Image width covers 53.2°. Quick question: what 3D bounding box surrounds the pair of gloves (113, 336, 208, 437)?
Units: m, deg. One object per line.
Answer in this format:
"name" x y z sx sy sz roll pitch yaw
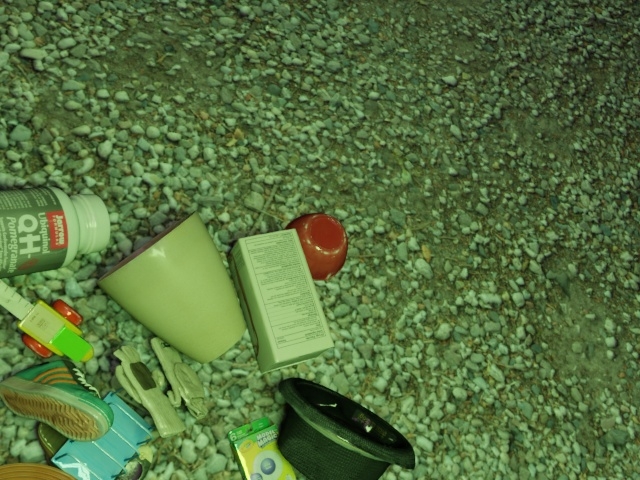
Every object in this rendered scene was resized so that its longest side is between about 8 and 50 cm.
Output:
"pair of gloves" -0.320 0.294 1.298 0.042 0.240 0.204 -39 81 9

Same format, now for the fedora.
"fedora" 0.031 0.434 1.362 0.334 0.334 0.153 28 91 -8

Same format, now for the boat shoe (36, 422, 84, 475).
"boat shoe" -0.494 0.424 1.245 0.064 0.060 0.178 -28 86 -43

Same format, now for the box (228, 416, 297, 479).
"box" -0.122 0.478 1.376 0.105 0.043 0.179 -17 73 -27

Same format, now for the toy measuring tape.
"toy measuring tape" -0.576 0.137 1.261 0.330 0.121 0.121 51 53 -34

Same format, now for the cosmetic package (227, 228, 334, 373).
"cosmetic package" -0.098 0.139 1.485 0.153 0.129 0.296 -9 71 -26

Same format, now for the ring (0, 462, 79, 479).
"ring" -0.543 0.570 1.128 0.336 0.032 0.337 2 79 -11

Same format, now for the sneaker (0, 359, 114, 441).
"sneaker" -0.476 0.283 1.203 0.121 0.302 0.108 -40 127 -46

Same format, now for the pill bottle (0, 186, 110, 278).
"pill bottle" -0.605 -0.018 1.301 0.318 0.176 0.176 -11 71 -45

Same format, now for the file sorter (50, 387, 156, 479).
"file sorter" -0.400 0.383 1.226 0.118 0.104 0.170 46 47 -11

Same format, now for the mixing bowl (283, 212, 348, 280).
"mixing bowl" 0.000 0.000 1.602 0.181 0.098 0.182 9 64 -19

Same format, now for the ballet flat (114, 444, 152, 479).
"ballet flat" -0.391 0.480 1.263 0.057 0.049 0.173 37 56 1

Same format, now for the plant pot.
"plant pot" -0.290 0.121 1.372 0.256 0.256 0.274 -41 102 -30
